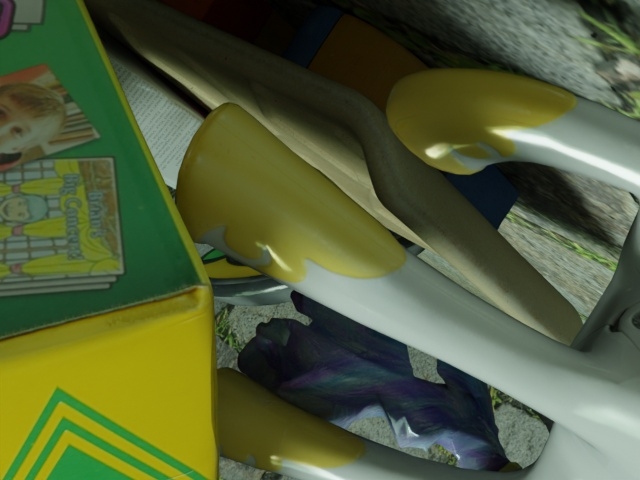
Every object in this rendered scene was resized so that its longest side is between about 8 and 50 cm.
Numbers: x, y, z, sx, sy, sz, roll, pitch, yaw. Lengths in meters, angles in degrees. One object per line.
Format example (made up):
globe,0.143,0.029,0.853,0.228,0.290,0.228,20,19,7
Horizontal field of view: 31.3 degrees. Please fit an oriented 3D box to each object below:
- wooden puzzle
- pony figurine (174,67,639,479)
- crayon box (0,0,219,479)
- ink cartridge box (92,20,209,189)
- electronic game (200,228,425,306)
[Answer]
wooden puzzle,0.006,-0.080,0.742,0.348,0.080,0.322,36,179,36
pony figurine,0.127,0.098,0.465,0.364,0.302,0.351,24,147,10
crayon box,-0.151,-0.003,0.519,0.313,0.106,0.363,94,154,-49
ink cartridge box,-0.200,-0.165,0.910,0.324,0.071,0.330,44,-174,24
electronic game,0.000,0.000,0.975,0.229,0.229,0.048,-157,48,-72
